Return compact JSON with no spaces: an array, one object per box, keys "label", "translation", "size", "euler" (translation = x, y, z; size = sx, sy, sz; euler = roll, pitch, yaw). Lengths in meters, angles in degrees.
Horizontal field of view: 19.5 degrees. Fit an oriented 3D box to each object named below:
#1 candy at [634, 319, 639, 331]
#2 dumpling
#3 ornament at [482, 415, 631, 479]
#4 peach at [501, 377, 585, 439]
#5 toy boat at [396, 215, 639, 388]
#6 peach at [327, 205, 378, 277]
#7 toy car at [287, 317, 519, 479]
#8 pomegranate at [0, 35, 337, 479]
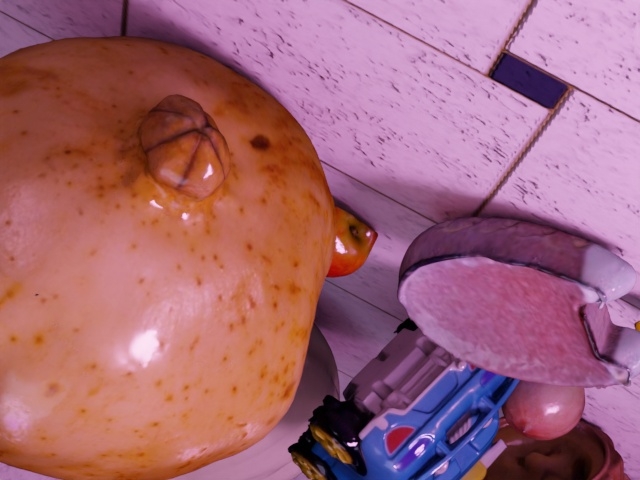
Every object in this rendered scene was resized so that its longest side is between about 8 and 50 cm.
[{"label":"candy","translation":[0.375,0.130,1.421],"size":[0.187,0.081,0.297],"euler":[42,170,-25]},{"label":"dumpling","translation":[-0.118,0.194,2.015],"size":[0.233,0.315,0.395],"euler":[31,155,12]},{"label":"ornament","translation":[0.230,0.310,1.912],"size":[0.235,0.221,0.218],"euler":[-122,22,-60]},{"label":"peach","translation":[0.213,0.153,1.781],"size":[0.083,0.083,0.083],"euler":[26,163,8]},{"label":"toy boat","translation":[0.169,0.040,1.521],"size":[0.227,0.085,0.155],"euler":[7,137,37]},{"label":"peach","translation":[0.001,0.000,1.691],"size":[0.098,0.061,0.098],"euler":[19,164,6]},{"label":"toy car","translation":[0.091,0.175,1.786],"size":[0.166,0.198,0.314],"euler":[45,163,6]},{"label":"pomegranate","translation":[-0.162,0.002,1.463],"size":[0.410,0.410,0.410],"euler":[26,163,8]}]
